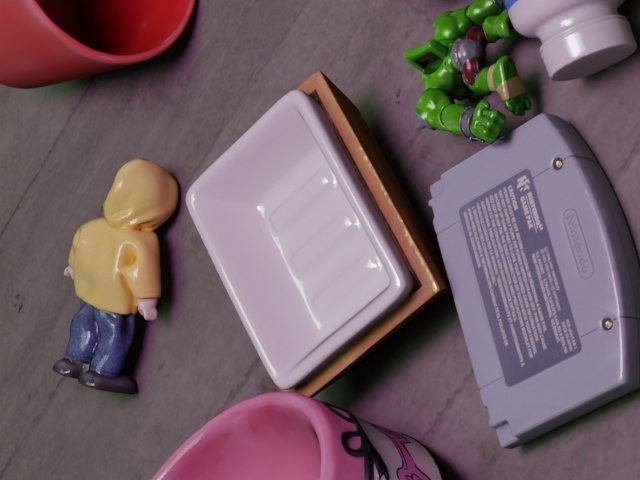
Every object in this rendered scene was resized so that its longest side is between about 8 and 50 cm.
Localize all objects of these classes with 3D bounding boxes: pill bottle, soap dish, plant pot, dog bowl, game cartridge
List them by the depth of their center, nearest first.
[{"bbox_3d":[0.231,-0.276,1.836,0.124,0.124,0.221,-26,77,38],"label":"pill bottle"},{"bbox_3d":[0.221,0.035,1.847,0.198,0.062,0.297,-29,63,32],"label":"game cartridge"},{"bbox_3d":[-0.065,0.331,1.876,0.408,0.150,0.408,-35,32,25],"label":"dog bowl"},{"bbox_3d":[0.000,0.000,2.000,0.229,0.118,0.291,-42,62,29],"label":"soap dish"},{"bbox_3d":[-0.330,-0.316,2.325,0.243,0.275,0.275,-21,67,49],"label":"plant pot"}]

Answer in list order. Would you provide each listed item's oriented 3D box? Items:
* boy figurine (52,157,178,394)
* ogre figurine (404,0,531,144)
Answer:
[{"bbox_3d":[-0.252,0.038,2.281,0.177,0.092,0.285,15,92,45],"label":"boy figurine"},{"bbox_3d":[0.157,-0.186,1.921,0.118,0.097,0.197,-8,77,41],"label":"ogre figurine"}]
